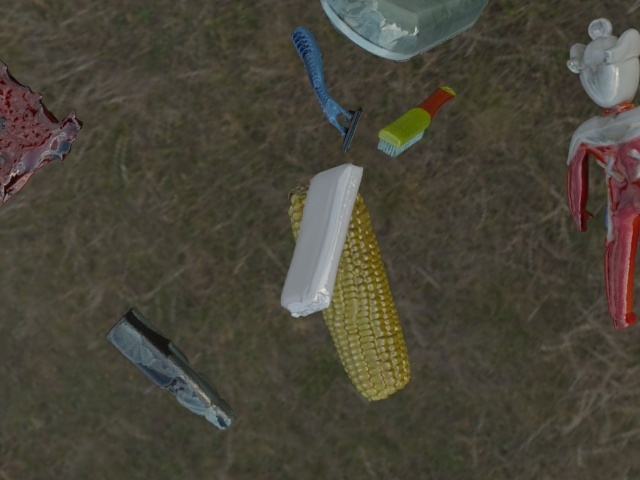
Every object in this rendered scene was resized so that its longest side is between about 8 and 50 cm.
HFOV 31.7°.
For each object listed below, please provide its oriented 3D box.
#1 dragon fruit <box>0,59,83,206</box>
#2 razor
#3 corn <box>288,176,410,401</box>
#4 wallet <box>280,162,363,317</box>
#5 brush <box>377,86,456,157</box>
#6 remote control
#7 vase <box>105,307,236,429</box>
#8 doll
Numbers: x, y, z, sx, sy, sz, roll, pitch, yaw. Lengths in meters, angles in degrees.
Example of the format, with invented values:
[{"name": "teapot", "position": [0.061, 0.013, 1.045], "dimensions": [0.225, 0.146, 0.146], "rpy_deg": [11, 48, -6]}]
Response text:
[{"name": "dragon fruit", "position": [-0.457, -0.119, 1.204], "dimensions": [0.343, 0.282, 0.100], "rpy_deg": [42, 167, 9]}, {"name": "razor", "position": [0.003, -0.252, 1.766], "dimensions": [0.082, 0.042, 0.253], "rpy_deg": [112, 148, -42]}, {"name": "corn", "position": [0.039, 0.061, 1.485], "dimensions": [0.106, 0.106, 0.305], "rpy_deg": [-17, 92, 42]}, {"name": "wallet", "position": [0.000, 0.000, 1.337], "dimensions": [0.033, 0.190, 0.095], "rpy_deg": [21, 164, -24]}, {"name": "brush", "position": [0.069, -0.085, 0.793], "dimensions": [0.018, 0.083, 0.021], "rpy_deg": [30, 138, 22]}, {"name": "remote control", "position": [0.084, -0.229, 1.045], "dimensions": [0.104, 0.247, 0.052], "rpy_deg": [43, 126, 7]}, {"name": "vase", "position": [-0.197, 0.181, 1.532], "dimensions": [0.211, 0.060, 0.060], "rpy_deg": [43, 134, -5]}, {"name": "doll", "position": [0.385, -0.084, 1.387], "dimensions": [0.188, 0.099, 0.384], "rpy_deg": [-11, 99, 35]}]
